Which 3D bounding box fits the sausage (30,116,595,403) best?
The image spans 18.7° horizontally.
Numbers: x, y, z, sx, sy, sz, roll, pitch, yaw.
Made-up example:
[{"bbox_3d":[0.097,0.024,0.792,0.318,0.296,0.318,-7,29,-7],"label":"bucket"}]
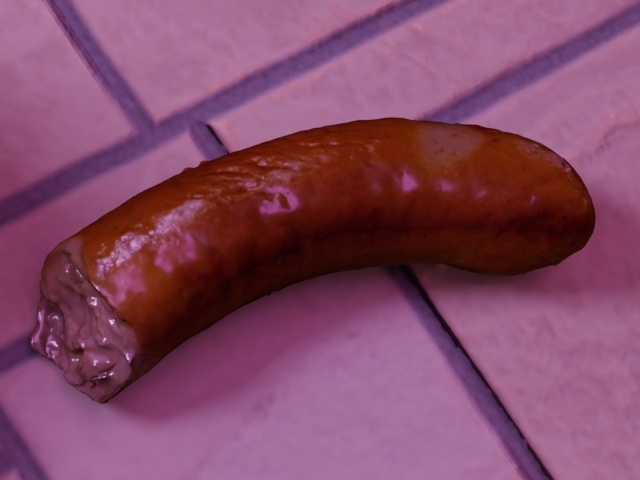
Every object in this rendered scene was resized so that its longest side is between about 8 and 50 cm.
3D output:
[{"bbox_3d":[-0.001,-0.005,0.963,0.302,0.076,0.103,-16,82,-25],"label":"sausage"}]
